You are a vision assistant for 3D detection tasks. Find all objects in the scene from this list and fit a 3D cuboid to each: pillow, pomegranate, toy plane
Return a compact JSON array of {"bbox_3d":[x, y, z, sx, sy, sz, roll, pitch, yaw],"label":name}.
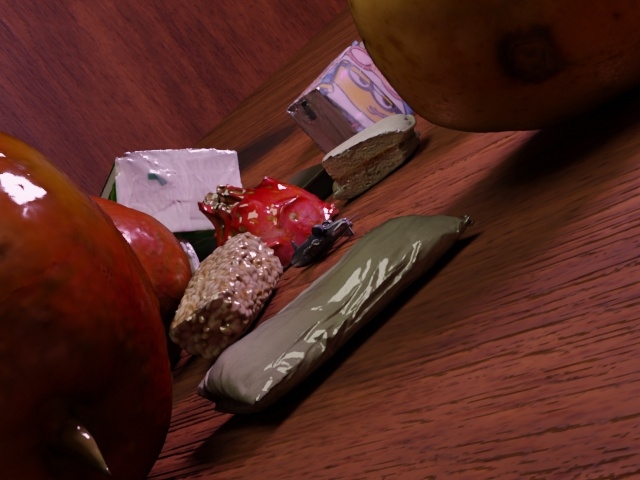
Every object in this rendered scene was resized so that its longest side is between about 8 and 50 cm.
[{"bbox_3d":[0.008,0.054,1.277,0.230,0.050,0.148,-43,17,-15],"label":"pillow"},{"bbox_3d":[0.162,-0.216,1.282,0.307,0.307,0.307,-39,10,8],"label":"pomegranate"},{"bbox_3d":[0.000,0.000,1.603,0.083,0.031,0.078,-32,-3,29],"label":"toy plane"}]

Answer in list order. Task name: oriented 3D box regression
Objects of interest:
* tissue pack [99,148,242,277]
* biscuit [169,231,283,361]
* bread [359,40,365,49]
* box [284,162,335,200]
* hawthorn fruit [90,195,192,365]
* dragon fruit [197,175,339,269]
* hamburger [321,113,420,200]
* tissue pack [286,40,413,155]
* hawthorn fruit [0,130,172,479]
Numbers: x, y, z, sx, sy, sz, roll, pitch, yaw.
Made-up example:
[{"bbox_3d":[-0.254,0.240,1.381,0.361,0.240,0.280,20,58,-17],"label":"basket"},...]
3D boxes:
[{"bbox_3d":[-0.181,0.005,1.882,0.148,0.156,0.209,-1,-20,-19],"label":"tissue pack"},{"bbox_3d":[-0.092,0.055,1.585,0.082,0.070,0.168,-43,9,23],"label":"biscuit"},{"bbox_3d":[0.081,-0.243,2.286,0.236,0.070,0.236,-39,11,9],"label":"bread"},{"bbox_3d":[-0.028,-0.052,1.942,0.091,0.031,0.126,-43,11,-20],"label":"box"},{"bbox_3d":[-0.254,0.040,1.700,0.210,0.210,0.262,-41,48,-6],"label":"hawthorn fruit"},{"bbox_3d":[-0.067,-0.025,1.745,0.153,0.111,0.153,-38,14,11],"label":"dragon fruit"},{"bbox_3d":[0.063,-0.100,1.762,0.121,0.054,0.084,-31,9,31],"label":"hamburger"},{"bbox_3d":[0.040,-0.155,1.895,0.065,0.115,0.155,-37,10,34],"label":"tissue pack"},{"bbox_3d":[-0.290,0.109,1.289,0.403,0.403,0.403,-39,10,8],"label":"hawthorn fruit"}]
